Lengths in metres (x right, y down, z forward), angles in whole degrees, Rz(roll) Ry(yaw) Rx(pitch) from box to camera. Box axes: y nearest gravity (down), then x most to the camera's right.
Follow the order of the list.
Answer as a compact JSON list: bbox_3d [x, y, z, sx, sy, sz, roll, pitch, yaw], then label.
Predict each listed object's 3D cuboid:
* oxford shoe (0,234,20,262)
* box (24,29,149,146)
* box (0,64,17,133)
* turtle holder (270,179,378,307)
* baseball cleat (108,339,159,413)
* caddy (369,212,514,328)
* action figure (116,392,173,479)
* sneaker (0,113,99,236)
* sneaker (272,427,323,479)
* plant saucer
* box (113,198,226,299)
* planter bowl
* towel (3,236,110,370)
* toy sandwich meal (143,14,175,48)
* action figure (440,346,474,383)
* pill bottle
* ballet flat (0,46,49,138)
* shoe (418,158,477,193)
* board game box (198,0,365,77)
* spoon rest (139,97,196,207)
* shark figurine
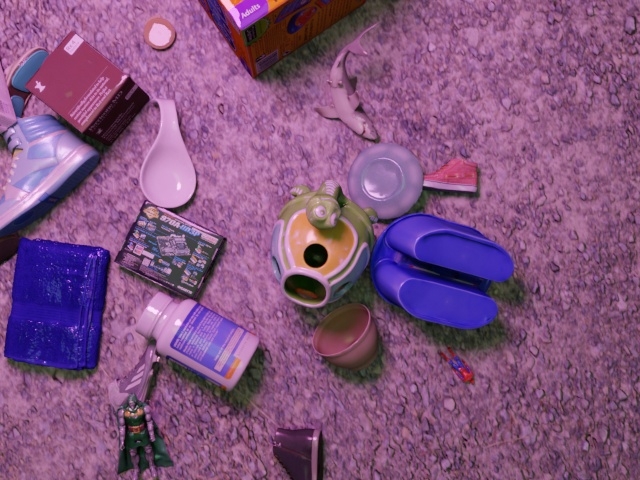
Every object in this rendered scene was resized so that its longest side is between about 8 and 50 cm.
[{"bbox_3d":[-0.839,0.030,1.486,0.212,0.076,0.076,-26,59,-8],"label":"oxford shoe"},{"bbox_3d":[-0.539,-0.348,1.432,0.167,0.203,0.168,39,89,-2],"label":"box"},{"bbox_3d":[-0.798,-0.402,1.436,0.063,0.067,0.323,-29,72,15],"label":"box"},{"bbox_3d":[0.012,0.012,1.385,0.243,0.320,0.227,34,51,-17],"label":"turtle holder"},{"bbox_3d":[-0.460,0.336,1.495,0.110,0.072,0.205,15,88,-3],"label":"baseball cleat"},{"bbox_3d":[0.289,0.072,1.472,0.342,0.179,0.241,16,100,-19],"label":"caddy"},{"bbox_3d":[-0.440,0.469,1.468,0.137,0.063,0.232,-9,110,-13],"label":"action figure"},{"bbox_3d":[-0.719,-0.171,1.465,0.319,0.127,0.208,-44,93,-12],"label":"sneaker"},{"bbox_3d":[-0.059,0.571,1.516,0.118,0.083,0.221,3,93,13],"label":"sneaker"},{"bbox_3d":[0.156,-0.149,1.511,0.195,0.037,0.194,-1,88,18],"label":"plant saucer"},{"bbox_3d":[-0.372,0.023,1.511,0.220,0.051,0.175,25,88,-2],"label":"box"},{"bbox_3d":[0.076,0.248,1.488,0.162,0.162,0.109,-38,119,-2],"label":"planter bowl"},{"bbox_3d":[-0.647,0.155,1.486,0.228,0.076,0.308,7,89,-3],"label":"towel"},{"bbox_3d":[-0.405,-0.520,1.527,0.086,0.029,0.085,0,93,-6],"label":"toy sandwich meal"},{"bbox_3d":[0.354,0.322,1.551,0.038,0.030,0.115,-40,96,3],"label":"action figure"},{"bbox_3d":[-0.296,0.235,1.463,0.272,0.152,0.152,30,88,-2],"label":"pill bottle"},{"bbox_3d":[-0.754,-0.371,1.490,0.086,0.086,0.248,27,89,-2],"label":"ballet flat"},{"bbox_3d":[0.312,-0.167,1.539,0.178,0.063,0.081,5,87,-7],"label":"shoe"},{"bbox_3d":[-0.119,-0.655,1.375,0.356,0.356,0.356,-34,91,-3],"label":"board game box"},{"bbox_3d":[-0.377,-0.217,1.489,0.137,0.084,0.276,-3,88,-26],"label":"spoon rest"},{"bbox_3d":[0.073,-0.396,1.497,0.166,0.278,0.116,18,47,25],"label":"shark figurine"}]
